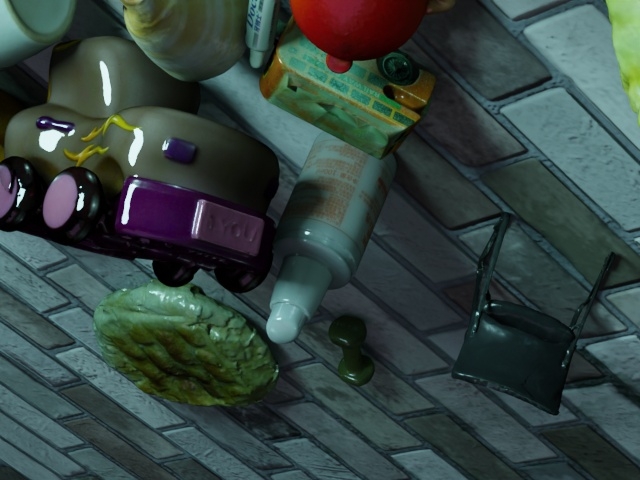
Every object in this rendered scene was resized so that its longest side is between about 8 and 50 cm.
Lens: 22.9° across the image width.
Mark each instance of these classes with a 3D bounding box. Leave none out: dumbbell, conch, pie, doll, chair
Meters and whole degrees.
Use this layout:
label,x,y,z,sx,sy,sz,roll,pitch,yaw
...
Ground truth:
label,x,y,z,sx,sy,sz,roll,pitch,yaw
dumbbell,0.042,0.148,2.119,0.052,0.046,0.118,16,149,21
conch,-0.137,-0.241,1.537,0.158,0.127,0.255,55,-179,3
pie,-0.194,0.158,2.264,0.306,0.071,0.306,16,150,10
doll,0.046,-0.248,1.480,0.183,0.085,0.217,6,135,1
chair,0.224,0.107,1.769,0.140,0.221,0.145,19,148,4

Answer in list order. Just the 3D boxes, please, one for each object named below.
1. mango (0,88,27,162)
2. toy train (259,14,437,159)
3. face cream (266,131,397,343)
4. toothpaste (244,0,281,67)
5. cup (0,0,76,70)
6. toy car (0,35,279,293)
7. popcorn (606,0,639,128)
label,x,y,z,sx,sy,sz,roll,pitch,yaw
mango,-0.406,-0.104,1.936,0.166,0.136,0.236,-7,143,34
toy train,0.022,-0.161,1.608,0.188,0.099,0.072,26,149,-8
face cream,0.000,0.000,1.719,0.101,0.252,0.101,16,148,10
toothpaste,-0.050,-0.253,1.515,0.048,0.029,0.197,39,135,33
cup,-0.368,-0.246,1.687,0.234,0.186,0.258,-6,169,26
toy car,-0.184,-0.087,1.667,0.340,0.240,0.271,7,171,45
popcorn,0.340,-0.174,1.265,0.224,0.270,0.258,4,-171,33
